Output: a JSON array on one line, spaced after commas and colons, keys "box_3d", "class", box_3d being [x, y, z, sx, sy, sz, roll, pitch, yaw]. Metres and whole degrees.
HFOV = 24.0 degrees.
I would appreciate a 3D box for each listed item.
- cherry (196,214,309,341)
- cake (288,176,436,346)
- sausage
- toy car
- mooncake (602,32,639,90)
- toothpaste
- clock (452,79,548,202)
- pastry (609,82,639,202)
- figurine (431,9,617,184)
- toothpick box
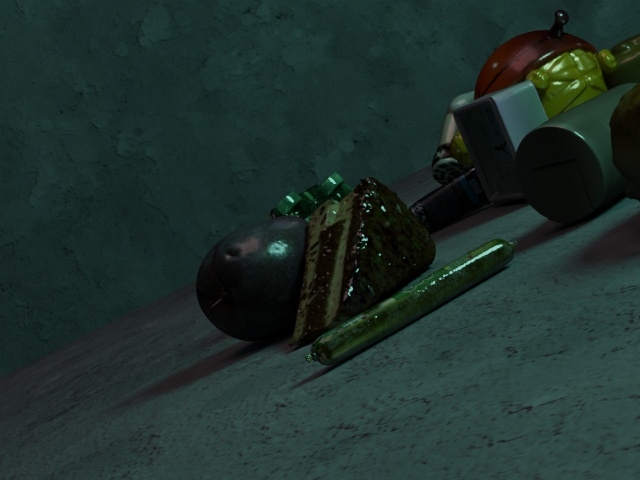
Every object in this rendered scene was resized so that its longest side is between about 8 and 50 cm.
[{"box_3d": [-0.070, 0.047, 1.870, 0.176, 0.140, 0.176, -34, -5, -3], "class": "cherry"}, {"box_3d": [0.055, 0.053, 1.759, 0.112, 0.135, 0.246, -37, 27, 31], "class": "cake"}, {"box_3d": [0.094, 0.059, 1.476, 0.269, 0.033, 0.033, -28, 4, -27], "class": "sausage"}, {"box_3d": [0.000, 0.000, 2.180, 0.125, 0.136, 0.306, -47, -5, 21], "class": "toy car"}, {"box_3d": [0.569, -0.305, 2.649, 0.235, 0.117, 0.235, -29, 3, 1], "class": "mooncake"}, {"box_3d": [0.191, -0.054, 2.184, 0.193, 0.071, 0.045, -30, 16, 16], "class": "toothpaste"}, {"box_3d": [0.257, -0.129, 2.046, 0.063, 0.150, 0.197, -24, 4, -10], "class": "clock"}, {"box_3d": [0.398, -0.135, 1.335, 0.330, 0.136, 0.329, -27, 5, 3], "class": "pastry"}, {"box_3d": [0.329, -0.216, 2.396, 0.320, 0.196, 0.323, -21, -10, -36], "class": "figurine"}, {"box_3d": [0.302, -0.098, 1.641, 0.111, 0.111, 0.181, -22, 5, 45], "class": "toothpick box"}]
